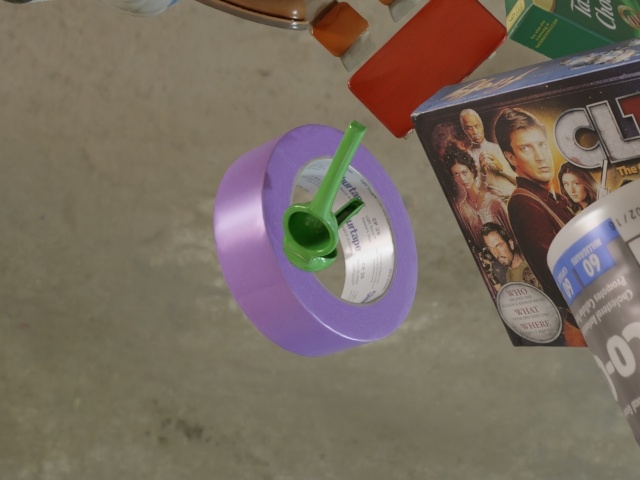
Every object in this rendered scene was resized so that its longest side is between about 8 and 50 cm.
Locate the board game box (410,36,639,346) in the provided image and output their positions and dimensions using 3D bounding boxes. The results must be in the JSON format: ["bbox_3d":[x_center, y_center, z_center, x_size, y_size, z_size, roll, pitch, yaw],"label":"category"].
[{"bbox_3d":[0.175,-0.022,0.527,0.243,0.042,0.165,-7,115,49],"label":"board game box"}]

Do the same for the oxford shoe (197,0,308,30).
[{"bbox_3d":[-0.096,-0.244,0.855,0.212,0.076,0.076,30,111,4],"label":"oxford shoe"}]

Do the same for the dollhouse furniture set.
[{"bbox_3d":[0.143,-0.215,0.996,0.259,0.135,0.262,-45,78,2],"label":"dollhouse furniture set"}]

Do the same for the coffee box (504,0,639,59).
[{"bbox_3d":[0.240,-0.174,0.847,0.184,0.113,0.040,23,132,-12],"label":"coffee box"}]

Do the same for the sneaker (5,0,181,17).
[{"bbox_3d":[-0.100,-0.143,0.403,0.086,0.237,0.085,-40,130,-21],"label":"sneaker"}]

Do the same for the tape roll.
[{"bbox_3d":[0.000,0.000,1.248,0.090,0.275,0.275,-23,126,39],"label":"tape roll"}]

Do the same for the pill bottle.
[{"bbox_3d":[0.143,0.047,0.359,0.078,0.137,0.078,-19,157,-8],"label":"pill bottle"}]

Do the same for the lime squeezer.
[{"bbox_3d":[0.010,-0.021,0.955,0.110,0.310,0.059,-38,81,-4],"label":"lime squeezer"}]
